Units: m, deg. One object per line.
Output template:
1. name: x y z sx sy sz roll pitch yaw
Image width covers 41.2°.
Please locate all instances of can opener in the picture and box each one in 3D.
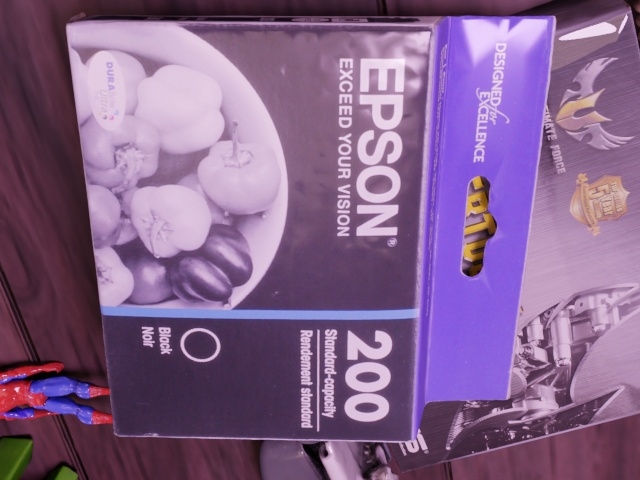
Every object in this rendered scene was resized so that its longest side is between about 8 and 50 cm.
1. can opener: -0.017 0.086 0.499 0.093 0.074 0.281 -15 116 10

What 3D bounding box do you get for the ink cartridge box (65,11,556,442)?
1. ink cartridge box: 0.000 0.000 0.395 0.208 0.045 0.207 -1 114 -1

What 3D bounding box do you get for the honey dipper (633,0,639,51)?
1. honey dipper: 0.187 -0.057 0.438 0.030 0.030 0.161 -15 119 11

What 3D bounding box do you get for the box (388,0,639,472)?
1. box: 0.093 0.007 0.461 0.182 0.056 0.231 -16 117 12

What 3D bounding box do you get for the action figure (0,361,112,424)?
1. action figure: -0.173 0.098 0.540 0.115 0.030 0.038 2 113 7

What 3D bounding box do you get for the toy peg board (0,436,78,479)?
1. toy peg board: -0.233 0.195 0.580 0.160 0.079 0.161 -33 113 35
